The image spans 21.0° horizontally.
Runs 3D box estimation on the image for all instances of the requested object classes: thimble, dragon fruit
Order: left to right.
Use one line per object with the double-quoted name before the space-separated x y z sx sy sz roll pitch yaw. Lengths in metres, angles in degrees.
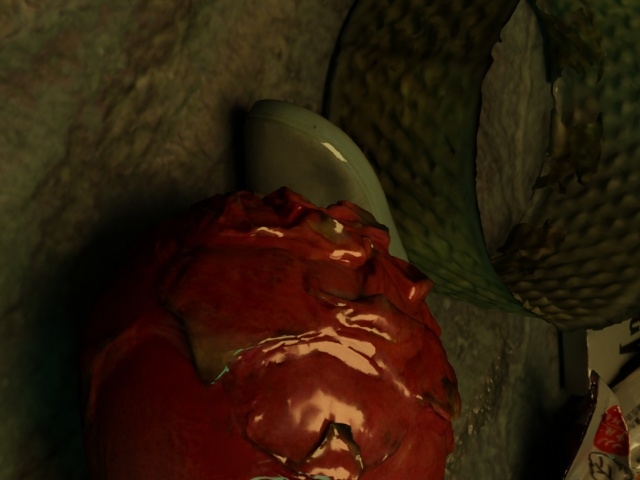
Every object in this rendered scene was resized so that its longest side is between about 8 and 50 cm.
"dragon fruit" -0.030 0.092 1.001 0.241 0.241 0.252 -25 133 -39
"thimble" 0.141 -0.077 1.185 0.270 0.150 0.271 -11 106 -42

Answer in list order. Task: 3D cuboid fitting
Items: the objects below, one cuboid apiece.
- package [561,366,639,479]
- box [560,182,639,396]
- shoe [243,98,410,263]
"package" 0.228 0.212 1.390 0.194 0.071 0.269 -9 123 -32
"box" 0.237 0.026 1.379 0.115 0.036 0.178 -20 112 -40
"shoe" 0.000 0.000 1.112 0.078 0.079 0.195 -55 134 -27
